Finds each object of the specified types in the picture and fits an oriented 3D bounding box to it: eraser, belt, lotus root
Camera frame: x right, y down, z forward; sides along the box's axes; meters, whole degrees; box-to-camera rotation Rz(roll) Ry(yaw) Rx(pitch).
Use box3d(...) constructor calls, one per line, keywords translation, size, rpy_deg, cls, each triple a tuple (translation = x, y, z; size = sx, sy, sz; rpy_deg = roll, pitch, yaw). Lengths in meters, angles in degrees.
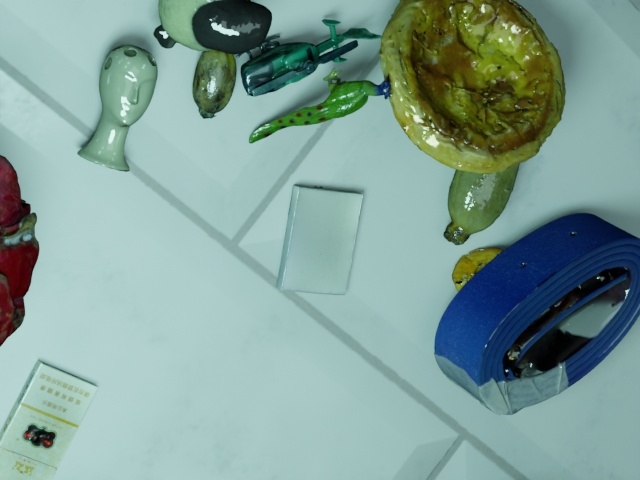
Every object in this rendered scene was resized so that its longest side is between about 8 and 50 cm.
box3d(translation=(0.000, 0.000, 2.033), size=(0.104, 0.023, 0.150), rpy_deg=(6, 101, -25), cls="eraser")
box3d(translation=(0.333, 0.105, 2.139), size=(0.347, 0.117, 0.212), rpy_deg=(-36, 129, -17), cls="belt")
box3d(translation=(0.232, -0.077, 2.088), size=(0.090, 0.077, 0.183), rpy_deg=(22, 91, -26), cls="lotus root")
box3d(translation=(-0.141, -0.205, 1.907), size=(0.054, 0.049, 0.099), rpy_deg=(5, 106, -27), cls="lotus root")

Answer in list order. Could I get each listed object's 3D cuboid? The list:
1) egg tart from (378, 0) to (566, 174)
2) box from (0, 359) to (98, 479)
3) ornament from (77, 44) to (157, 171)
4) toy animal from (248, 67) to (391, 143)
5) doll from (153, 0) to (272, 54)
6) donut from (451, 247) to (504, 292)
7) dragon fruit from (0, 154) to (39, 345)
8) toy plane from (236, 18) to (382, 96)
box3d(translation=(0.195, -0.220, 1.990), size=(0.290, 0.115, 0.290), rpy_deg=(8, 68, -22), cls="egg tart")
box3d(translation=(-0.373, 0.250, 1.926), size=(0.090, 0.024, 0.167), rpy_deg=(27, 90, -27), cls="box")
box3d(translation=(-0.253, -0.171, 1.849), size=(0.075, 0.081, 0.156), rpy_deg=(15, 101, -29), cls="ornament")
box3d(translation=(0.000, -0.187, 1.946), size=(0.217, 0.075, 0.041), rpy_deg=(-16, 136, 24), cls="toy animal")
box3d(translation=(-0.125, -0.346, 1.831), size=(0.135, 0.143, 0.234), rpy_deg=(11, 98, -20), cls="doll")
box3d(translation=(0.231, 0.049, 2.128), size=(0.083, 0.067, 0.038), rpy_deg=(-61, 146, -43), cls="donut")
box3d(translation=(-0.478, 0.019, 1.668), size=(0.329, 0.329, 0.329), rpy_deg=(-6, 105, -23), cls="dragon fruit")
box3d(translation=(-0.028, -0.242, 1.926), size=(0.235, 0.096, 0.060), rpy_deg=(-31, 117, -34), cls="toy plane")
